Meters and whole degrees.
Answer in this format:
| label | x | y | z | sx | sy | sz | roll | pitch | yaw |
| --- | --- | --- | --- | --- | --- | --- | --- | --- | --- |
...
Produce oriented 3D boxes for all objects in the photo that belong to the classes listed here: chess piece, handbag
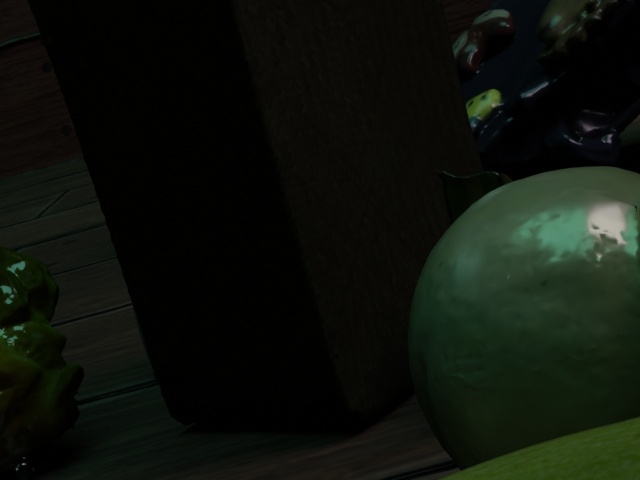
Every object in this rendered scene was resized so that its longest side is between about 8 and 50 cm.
| label | x | y | z | sx | sy | sz | roll | pitch | yaw |
| --- | --- | --- | --- | --- | --- | --- | --- | --- | --- |
| chess piece | 0.184 | 0.015 | 0.414 | 0.330 | 0.182 | 0.182 | -15 | 9 | 32 |
| handbag | 0.213 | -0.167 | 1.033 | 0.303 | 0.122 | 0.329 | -47 | 10 | 9 |

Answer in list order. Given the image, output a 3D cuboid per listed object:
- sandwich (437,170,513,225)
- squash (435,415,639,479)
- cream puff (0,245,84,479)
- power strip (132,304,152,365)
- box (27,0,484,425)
| label | x | y | z | sx | sy | sz | roll | pitch | yaw |
| --- | --- | --- | --- | --- | --- | --- | --- | --- | --- |
| sandwich | 0.116 | 0.010 | 0.632 | 0.074 | 0.116 | 0.074 | -20 | 12 | -20 |
| squash | 0.038 | 0.110 | 0.368 | 0.224 | 0.094 | 0.094 | -18 | 9 | 24 |
| cream puff | -0.217 | 0.071 | 0.751 | 0.121 | 0.156 | 0.156 | -1 | -1 | -41 |
| power strip | -0.051 | 0.026 | 0.932 | 0.027 | 0.060 | 0.252 | -7 | 14 | 35 |
| box | -0.017 | -0.053 | 0.720 | 0.143 | 0.273 | 0.184 | -7 | 14 | 39 |
